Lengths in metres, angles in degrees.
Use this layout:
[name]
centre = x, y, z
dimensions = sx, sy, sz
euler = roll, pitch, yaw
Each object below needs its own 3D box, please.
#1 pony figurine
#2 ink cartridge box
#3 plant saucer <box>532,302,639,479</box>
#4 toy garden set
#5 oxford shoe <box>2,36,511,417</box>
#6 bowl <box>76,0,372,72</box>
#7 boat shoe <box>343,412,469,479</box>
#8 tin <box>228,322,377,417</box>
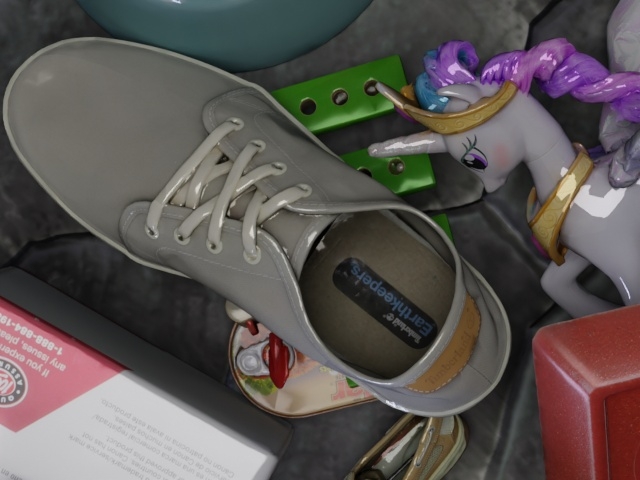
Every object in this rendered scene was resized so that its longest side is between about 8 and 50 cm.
[pony figurine]
centre = 0.262, -0.063, 1.430
dimensions = 0.351, 0.303, 0.363
euler = -37, 107, 18
[ink cartridge box]
centre = -0.236, 0.255, 1.531
dimensions = 0.279, 0.160, 0.385
euler = 30, 95, 2
[plant saucer]
centre = 0.294, 0.141, 1.429
dimensions = 0.258, 0.048, 0.259
euler = -13, 131, -3
[toy garden set]
centre = 0.000, 0.000, 1.525
dimensions = 0.203, 0.049, 0.244
euler = -16, 76, 6
[oxford shoe]
centre = -0.054, -0.026, 1.449
dimensions = 0.449, 0.130, 0.169
euler = 34, 87, 16
[bowl]
centre = -0.084, -0.287, 1.481
dimensions = 0.311, 0.163, 0.312
euler = 0, 93, 5
[boat shoe]
centre = 0.038, 0.203, 1.540
dimensions = 0.068, 0.072, 0.190
euler = 35, 91, 31
[tin]
centre = 0.021, 0.080, 1.560
dimensions = 0.189, 0.040, 0.106
euler = -13, 89, 6
